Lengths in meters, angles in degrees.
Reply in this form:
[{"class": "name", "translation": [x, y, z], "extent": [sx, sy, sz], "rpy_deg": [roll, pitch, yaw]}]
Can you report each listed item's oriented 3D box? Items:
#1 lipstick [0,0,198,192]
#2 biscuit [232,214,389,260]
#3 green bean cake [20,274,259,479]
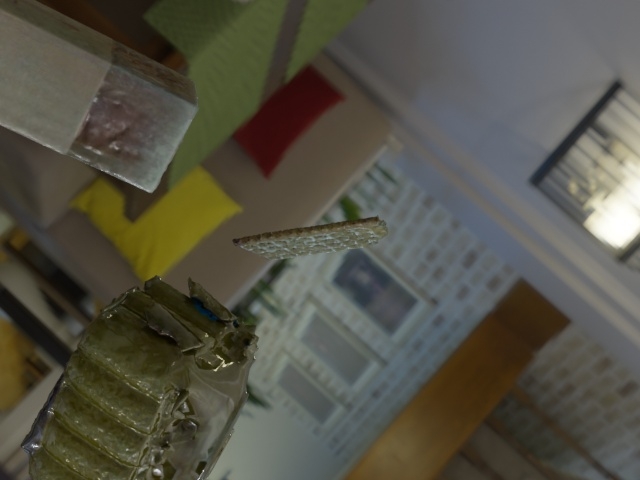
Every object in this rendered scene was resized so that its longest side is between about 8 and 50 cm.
[{"class": "lipstick", "translation": [-0.266, -0.152, 0.872], "extent": [0.080, 0.371, 0.076], "rpy_deg": [-59, -162, 17]}, {"class": "biscuit", "translation": [0.000, -0.001, 1.678], "extent": [0.203, 0.016, 0.144], "rpy_deg": [-9, 167, 17]}, {"class": "green bean cake", "translation": [-0.185, 0.197, 1.586], "extent": [0.285, 0.202, 0.310], "rpy_deg": [-31, 153, -60]}]
